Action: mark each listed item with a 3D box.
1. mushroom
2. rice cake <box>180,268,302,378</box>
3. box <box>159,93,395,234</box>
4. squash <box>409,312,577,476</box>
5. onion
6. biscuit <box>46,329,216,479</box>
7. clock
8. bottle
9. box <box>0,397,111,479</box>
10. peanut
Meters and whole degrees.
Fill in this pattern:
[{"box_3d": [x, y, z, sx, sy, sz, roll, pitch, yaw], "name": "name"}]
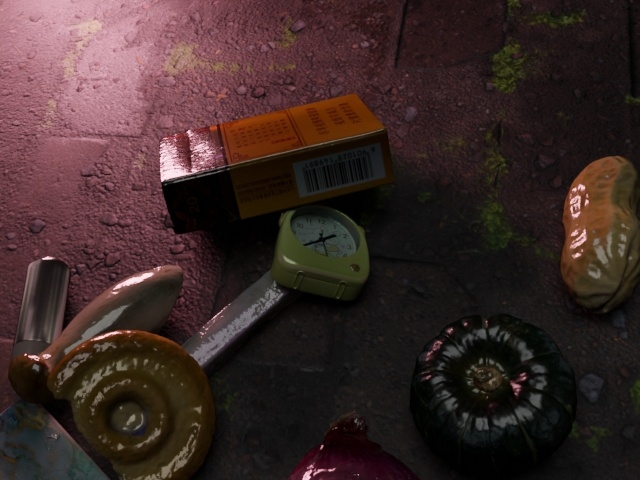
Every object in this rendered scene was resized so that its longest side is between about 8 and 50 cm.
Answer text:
[{"box_3d": [-0.364, 0.155, 1.444, 0.128, 0.128, 0.350, 33, 49, 27], "name": "mushroom"}, {"box_3d": [-0.177, 0.174, 1.465, 0.070, 0.064, 0.399, 39, 66, 22], "name": "rice cake"}, {"box_3d": [-0.096, -0.152, 1.607, 0.415, 0.115, 0.264, -15, 27, -5], "name": "box"}, {"box_3d": [0.261, 0.233, 1.304, 0.252, 0.165, 0.252, -5, 53, 6], "name": "squash"}, {"box_3d": [0.043, 0.379, 1.229, 0.267, 0.159, 0.348, -9, 54, -3], "name": "onion"}, {"box_3d": [-0.276, 0.254, 1.325, 0.274, 0.091, 0.213, 47, 68, -3], "name": "biscuit"}, {"box_3d": [0.000, 0.000, 1.543, 0.170, 0.069, 0.232, 14, 40, -11], "name": "clock"}, {"box_3d": [-0.491, 0.148, 1.516, 0.096, 0.079, 0.253, 9, 50, -15], "name": "bottle"}, {"box_3d": [-0.443, 0.377, 1.362, 0.285, 0.044, 0.142, 36, 69, 28], "name": "box"}, {"box_3d": [0.495, -0.020, 1.483, 0.149, 0.149, 0.313, 7, 50, 12], "name": "peanut"}]
